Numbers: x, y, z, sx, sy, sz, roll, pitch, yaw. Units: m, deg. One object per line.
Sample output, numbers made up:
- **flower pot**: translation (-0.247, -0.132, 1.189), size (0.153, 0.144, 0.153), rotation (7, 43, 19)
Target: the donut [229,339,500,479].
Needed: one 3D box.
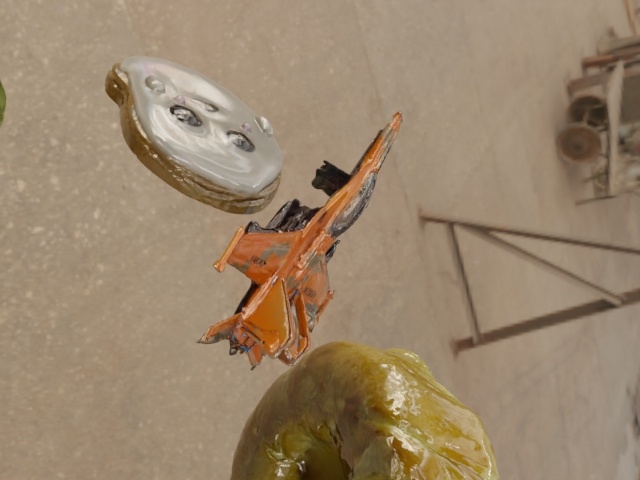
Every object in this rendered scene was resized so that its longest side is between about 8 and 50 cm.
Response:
- **donut**: translation (0.033, 0.288, 0.879), size (0.170, 0.360, 0.360), rotation (14, 69, -33)

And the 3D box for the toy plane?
- **toy plane**: translation (-0.009, -0.005, 0.535), size (0.188, 0.062, 0.135), rotation (-65, 150, -7)

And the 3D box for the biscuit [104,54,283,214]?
- **biscuit**: translation (-0.113, -0.109, 0.827), size (0.181, 0.049, 0.208), rotation (16, 31, -35)

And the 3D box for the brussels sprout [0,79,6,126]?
- **brussels sprout**: translation (-0.325, -0.037, 0.453), size (0.242, 0.274, 0.316), rotation (-133, -127, -84)
